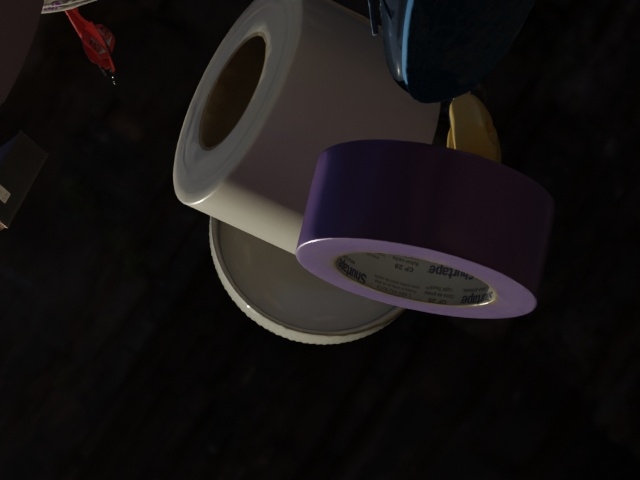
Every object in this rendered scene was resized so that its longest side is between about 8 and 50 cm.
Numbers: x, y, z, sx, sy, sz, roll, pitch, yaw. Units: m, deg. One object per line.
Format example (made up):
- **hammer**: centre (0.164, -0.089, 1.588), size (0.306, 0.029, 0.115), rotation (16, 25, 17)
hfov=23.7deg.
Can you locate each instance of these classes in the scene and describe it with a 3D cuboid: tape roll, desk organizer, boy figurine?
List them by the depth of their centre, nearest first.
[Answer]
- **tape roll**: centre (0.081, -0.005, 1.172), size (0.189, 0.189, 0.080), rotation (80, -157, -73)
- **tape roll**: centre (-0.017, -0.114, 1.528), size (0.246, 0.169, 0.246), rotation (-47, 29, 37)
- **desk organizer**: centre (-0.376, -0.064, 1.806), size (0.050, 0.047, 0.130), rotation (-28, 30, 38)
- **boy figurine**: centre (0.175, -0.088, 1.827), size (0.285, 0.092, 0.177), rotation (-85, -10, -60)

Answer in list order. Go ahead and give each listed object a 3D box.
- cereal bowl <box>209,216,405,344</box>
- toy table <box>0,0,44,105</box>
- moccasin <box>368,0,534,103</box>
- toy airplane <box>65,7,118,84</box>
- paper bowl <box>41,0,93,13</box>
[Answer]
- **cereal bowl**: centre (0.000, 0.000, 2.262), size (0.339, 0.339, 0.141), rotation (-54, -7, -21)
- **toy table**: centre (-0.266, -0.178, 0.829), size (0.252, 0.161, 0.274), rotation (-34, -26, -41)
- **moccasin**: centre (0.096, -0.263, 1.045), size (0.138, 0.117, 0.342), rotation (-13, -50, -32)
- **toy airplane**: centre (-0.262, -0.238, 1.688), size (0.028, 0.151, 0.151), rotation (-25, -10, 6)
- **paper bowl**: centre (-0.243, -0.304, 1.196), size (0.284, 0.284, 0.148), rotation (-52, -5, -26)
